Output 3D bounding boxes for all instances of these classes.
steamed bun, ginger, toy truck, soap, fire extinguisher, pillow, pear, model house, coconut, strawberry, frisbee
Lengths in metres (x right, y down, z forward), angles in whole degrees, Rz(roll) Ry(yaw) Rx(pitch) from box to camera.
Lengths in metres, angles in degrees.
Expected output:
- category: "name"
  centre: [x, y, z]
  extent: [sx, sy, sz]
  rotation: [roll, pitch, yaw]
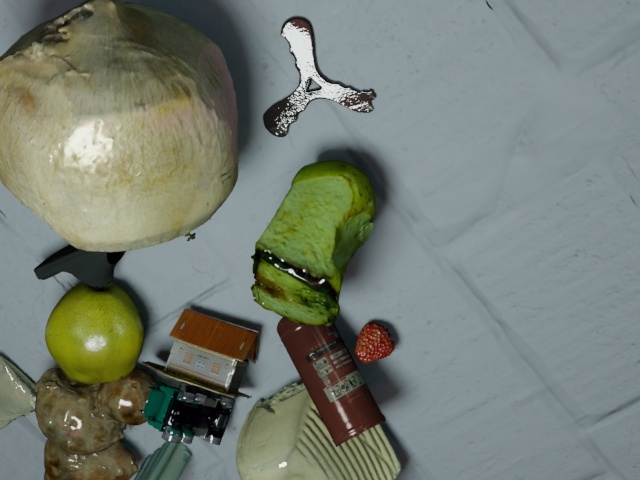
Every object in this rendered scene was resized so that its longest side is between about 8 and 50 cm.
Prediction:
- category: "steamed bun"
  centre: [-0.033, 0.442, 1.762]
  extent: [0.290, 0.273, 0.272]
  rotation: [48, 132, -9]
- category: "ginger"
  centre: [-0.477, 0.405, 1.864]
  extent: [0.256, 0.176, 0.375]
  rotation: [17, 119, -8]
- category: "toy truck"
  centre: [-0.267, 0.328, 1.760]
  extent: [0.116, 0.216, 0.110]
  rotation: [15, 82, 28]
- category: "soap"
  centre: [-0.345, 0.504, 1.867]
  extent: [0.063, 0.198, 0.114]
  rotation: [43, 119, -9]
- category: "fire extinguisher"
  centre: [0.009, 0.196, 1.651]
  extent: [0.147, 0.106, 0.337]
  rotation: [-36, 77, 38]
- category: "pillow"
  centre: [-0.711, 0.346, 1.956]
  extent: [0.229, 0.050, 0.148]
  rotation: [-33, 99, 24]
- category: "pear"
  centre: [0.000, 0.000, 1.541]
  extent: [0.164, 0.255, 0.238]
  rotation: [23, 154, 8]
- category: "model house"
  centre: [-0.226, 0.209, 1.748]
  extent: [0.219, 0.207, 0.136]
  rotation: [19, 84, 11]
- category: "coconut"
  centre: [-0.326, -0.204, 1.407]
  extent: [0.404, 0.405, 0.405]
  rotation: [5, 117, 10]
- category: "pear"
  centre: [-0.431, 0.179, 1.729]
  extent: [0.198, 0.198, 0.198]
  rotation: [5, 117, 10]
- category: "strawberry"
  centre: [0.094, 0.194, 1.680]
  extent: [0.073, 0.083, 0.073]
  rotation: [41, 151, 28]
- category: "frisbee"
  centre: [0.001, -0.251, 1.518]
  extent: [0.187, 0.012, 0.211]
  rotation: [20, 118, 1]

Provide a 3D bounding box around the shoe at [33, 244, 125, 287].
- category: "shoe"
  centre: [-0.429, 0.042, 1.708]
  extent: [0.241, 0.108, 0.093]
  rotation: [-20, 107, 28]
